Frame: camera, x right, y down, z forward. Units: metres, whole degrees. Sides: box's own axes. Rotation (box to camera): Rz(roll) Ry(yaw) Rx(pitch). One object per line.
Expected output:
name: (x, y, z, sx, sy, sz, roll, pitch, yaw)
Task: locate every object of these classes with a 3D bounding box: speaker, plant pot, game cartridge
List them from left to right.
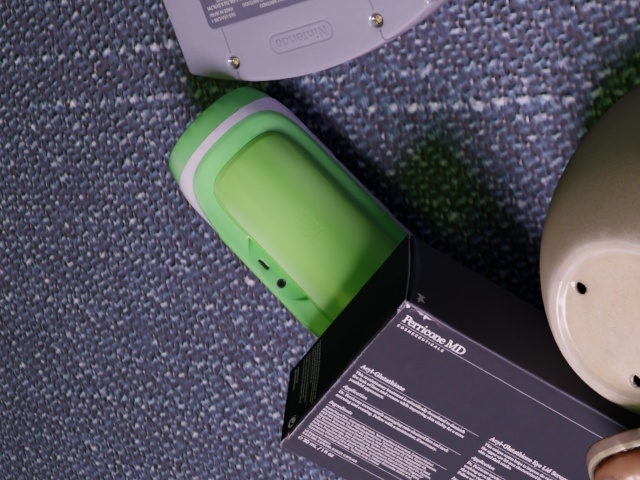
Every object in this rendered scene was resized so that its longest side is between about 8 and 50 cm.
game cartridge: (-0.026, -0.244, 1.459, 0.297, 0.062, 0.198, -10, 109, 43)
speaker: (0.000, 0.000, 1.509, 0.296, 0.131, 0.131, 46, 133, 13)
plant pot: (0.275, 0.027, 1.244, 0.284, 0.191, 0.284, 19, 122, 32)

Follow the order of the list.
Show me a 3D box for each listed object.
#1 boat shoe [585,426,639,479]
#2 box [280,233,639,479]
boat shoe: (0.281, 0.226, 1.288, 0.110, 0.307, 0.104, -14, 62, 17)
box: (0.127, 0.141, 1.385, 0.261, 0.103, 0.184, 30, 124, -16)
